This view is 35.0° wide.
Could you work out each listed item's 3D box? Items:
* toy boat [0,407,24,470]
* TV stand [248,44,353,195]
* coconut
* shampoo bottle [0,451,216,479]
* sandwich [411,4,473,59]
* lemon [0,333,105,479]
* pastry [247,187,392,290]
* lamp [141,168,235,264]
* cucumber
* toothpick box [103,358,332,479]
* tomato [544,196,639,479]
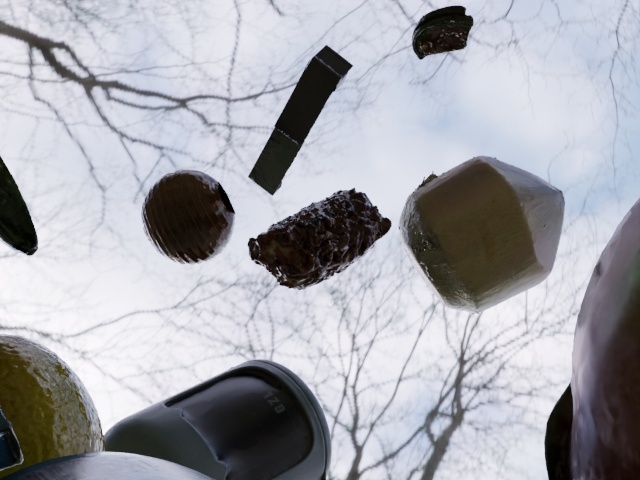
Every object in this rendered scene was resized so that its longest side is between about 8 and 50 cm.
[{"bbox_3d":[-0.299,0.111,0.758,0.185,0.075,0.077,42,-35,17],"label":"toy boat"},{"bbox_3d":[-0.032,-0.156,1.383,0.049,0.040,0.256,37,-42,3],"label":"TV stand"},{"bbox_3d":[0.238,-0.014,1.455,0.234,0.224,0.224,-39,-84,0],"label":"coconut"},{"bbox_3d":[-0.106,0.307,0.603,0.331,0.343,0.331,1,-92,-23],"label":"shampoo bottle"},{"bbox_3d":[0.162,-0.275,1.350,0.101,0.026,0.069,-11,-43,33],"label":"sandwich"},{"bbox_3d":[-0.287,0.191,0.913,0.187,0.187,0.244,-20,-109,19],"label":"lemon"},{"bbox_3d":[0.001,-0.001,1.273,0.115,0.208,0.097,-29,-90,36],"label":"pastry"},{"bbox_3d":[-0.186,-0.032,1.427,0.136,0.136,0.136,4,-71,13],"label":"lamp"},{"bbox_3d":[-0.281,-0.033,0.872,0.107,0.035,0.067,58,-36,5],"label":"cucumber"},{"bbox_3d":[-0.183,0.346,1.508,0.263,0.355,0.263,14,-68,39],"label":"toothpick box"},{"bbox_3d":[0.253,0.056,0.422,0.239,0.303,0.303,29,-63,37],"label":"tomato"}]
